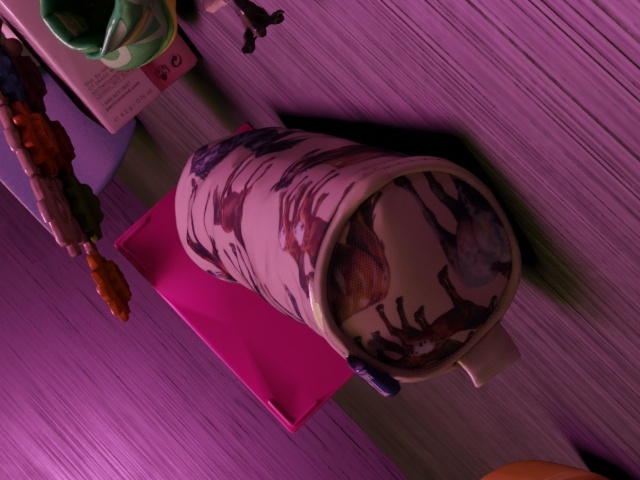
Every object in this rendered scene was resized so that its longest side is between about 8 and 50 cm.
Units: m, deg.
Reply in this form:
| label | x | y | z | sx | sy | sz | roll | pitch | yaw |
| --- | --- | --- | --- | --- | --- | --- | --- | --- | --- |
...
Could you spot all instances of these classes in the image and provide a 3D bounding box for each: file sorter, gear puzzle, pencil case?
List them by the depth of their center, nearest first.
| label | x | y | z | sx | sy | sz | roll | pitch | yaw |
| --- | --- | --- | --- | --- | --- | --- | --- | --- | --- |
| pencil case | 0.000 | 0.000 | 0.852 | 0.184 | 0.160 | 0.410 | 66 | 163 | -19 |
| gear puzzle | -0.277 | -0.067 | 1.082 | 0.175 | 0.044 | 0.339 | -124 | 10 | -88 |
| file sorter | -0.067 | 0.047 | 1.195 | 0.291 | 0.202 | 0.182 | 47 | 173 | -2 |

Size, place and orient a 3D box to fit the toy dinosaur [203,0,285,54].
| label | x | y | z | sx | sy | sz | roll | pitch | yaw |
| --- | --- | --- | --- | --- | --- | --- | --- | --- | --- |
| toy dinosaur | -0.067 | -0.199 | 0.661 | 0.118 | 0.064 | 0.268 | 50 | 174 | 19 |

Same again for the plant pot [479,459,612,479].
| label | x | y | z | sx | sy | sz | roll | pitch | yaw |
| --- | --- | --- | --- | --- | --- | --- | --- | --- | --- |
| plant pot | 0.271 | 0.349 | 0.928 | 0.254 | 0.254 | 0.239 | 50 | 153 | -21 |

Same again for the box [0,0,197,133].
| label | x | y | z | sx | sy | sz | roll | pitch | yaw |
| --- | --- | --- | --- | --- | --- | --- | --- | --- | --- |
| box | -0.263 | -0.249 | 1.049 | 0.232 | 0.127 | 0.148 | 53 | 170 | -31 |

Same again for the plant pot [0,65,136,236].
| label | x | y | z | sx | sy | sz | roll | pitch | yaw |
| --- | --- | --- | --- | --- | --- | --- | --- | --- | --- |
| plant pot | -0.480 | -0.193 | 1.780 | 0.248 | 0.252 | 0.247 | 51 | 169 | -24 |

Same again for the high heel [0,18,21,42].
| label | x | y | z | sx | sy | sz | roll | pitch | yaw |
| --- | --- | --- | --- | --- | --- | --- | --- | --- | --- |
| high heel | -0.362 | -0.315 | 1.198 | 0.093 | 0.261 | 0.186 | 12 | 132 | 3 |

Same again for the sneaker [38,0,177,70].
| label | x | y | z | sx | sy | sz | roll | pitch | yaw |
| --- | --- | --- | --- | --- | --- | --- | --- | --- | --- |
| sneaker | -0.190 | -0.215 | 0.857 | 0.109 | 0.123 | 0.295 | 49 | 164 | -1 |
